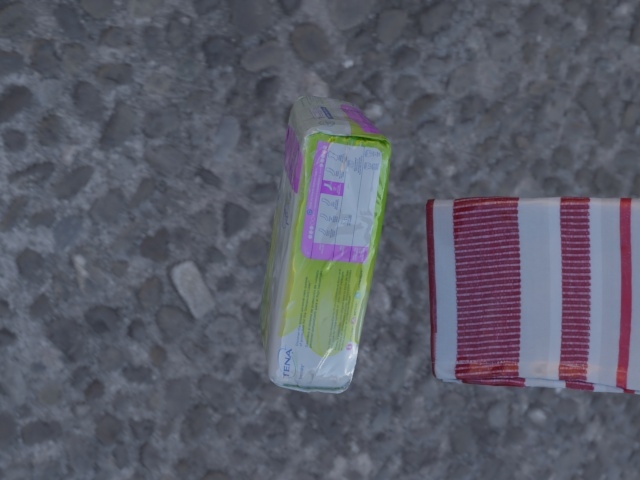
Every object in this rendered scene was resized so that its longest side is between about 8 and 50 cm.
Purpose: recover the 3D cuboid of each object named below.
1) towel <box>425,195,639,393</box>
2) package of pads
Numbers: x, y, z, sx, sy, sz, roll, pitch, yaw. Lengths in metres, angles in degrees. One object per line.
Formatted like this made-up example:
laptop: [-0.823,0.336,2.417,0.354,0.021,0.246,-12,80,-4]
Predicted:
towel: [0.288,0.065,1.314,0.037,0.329,0.237,-28,117,-67]
package of pads: [0.000,0.000,1.244,0.101,0.229,0.297,7,105,-8]
